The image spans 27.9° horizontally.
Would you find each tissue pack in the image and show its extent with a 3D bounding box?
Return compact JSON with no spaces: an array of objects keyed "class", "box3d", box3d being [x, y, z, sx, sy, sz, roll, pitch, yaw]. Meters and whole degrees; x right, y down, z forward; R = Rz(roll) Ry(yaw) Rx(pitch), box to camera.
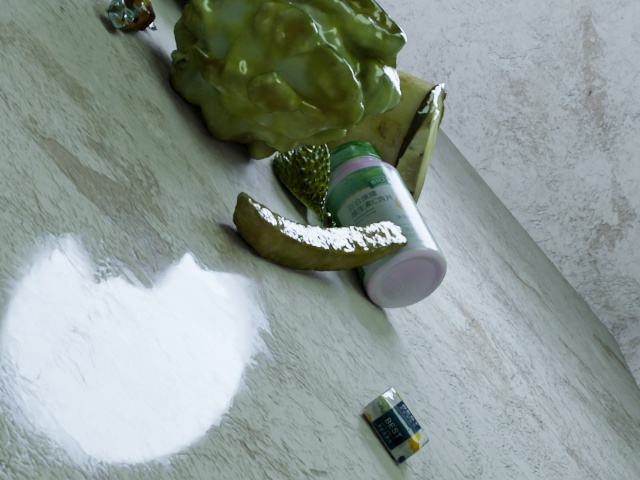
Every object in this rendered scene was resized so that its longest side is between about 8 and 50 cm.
[{"class":"tissue pack","box3d":[0.093,0.227,1.587,0.083,0.042,0.062,54,17,8]}]

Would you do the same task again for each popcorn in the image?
[{"class":"popcorn","box3d":[-0.042,-0.256,1.806,0.312,0.312,0.312,48,15,-17]}]

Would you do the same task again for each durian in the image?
[{"class":"durian","box3d":[-0.014,-0.095,1.966,0.100,0.086,0.215,61,7,-27]}]

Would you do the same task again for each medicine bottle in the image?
[{"class":"medicine bottle","box3d":[0.088,-0.032,2.016,0.133,0.133,0.274,38,20,-46]}]

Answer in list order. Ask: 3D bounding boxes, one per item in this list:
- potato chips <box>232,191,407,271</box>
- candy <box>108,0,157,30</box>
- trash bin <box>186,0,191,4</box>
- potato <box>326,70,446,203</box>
[{"class":"potato chips","box3d":[0.000,0.000,1.739,0.057,0.080,0.407,49,20,25]},{"class":"candy","box3d":[-0.255,-0.316,1.778,0.053,0.046,0.182,54,12,-4]},{"class":"trash bin","box3d":[-0.123,-0.430,2.147,0.220,0.219,0.250,21,41,-61]},{"class":"potato","box3d":[0.092,-0.189,2.224,0.242,0.242,0.285,58,-7,21]}]
